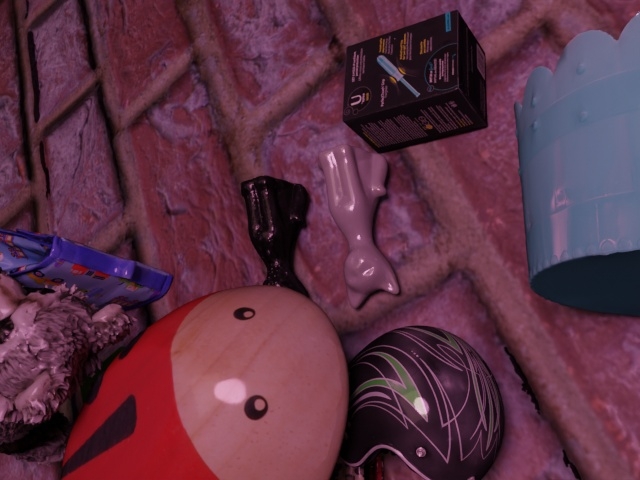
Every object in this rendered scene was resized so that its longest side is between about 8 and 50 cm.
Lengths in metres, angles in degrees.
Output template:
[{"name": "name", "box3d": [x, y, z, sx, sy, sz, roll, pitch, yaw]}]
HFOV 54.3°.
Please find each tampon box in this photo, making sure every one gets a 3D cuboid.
[{"name": "tampon box", "box3d": [0.124, -0.202, 0.820, 0.161, 0.101, 0.120, -9, 66, 33]}]

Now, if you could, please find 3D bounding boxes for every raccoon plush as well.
[{"name": "raccoon plush", "box3d": [-0.345, 0.188, 0.836, 0.299, 0.446, 0.216, 9, 61, 22]}]

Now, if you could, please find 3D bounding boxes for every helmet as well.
[{"name": "helmet", "box3d": [0.106, 0.172, 0.644, 0.162, 0.169, 0.169, -27, 57, 42]}]

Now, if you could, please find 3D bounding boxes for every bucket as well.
[{"name": "bucket", "box3d": [0.304, -0.045, 0.532, 0.281, 0.281, 0.183, -4, 71, 33]}]

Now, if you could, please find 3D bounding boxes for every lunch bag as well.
[{"name": "lunch bag", "box3d": [-0.404, 0.057, 1.000, 0.293, 0.221, 0.138, -4, 69, 33]}]

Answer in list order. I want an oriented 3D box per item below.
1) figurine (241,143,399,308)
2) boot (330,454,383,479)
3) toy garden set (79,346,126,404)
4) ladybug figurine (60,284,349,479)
[{"name": "figurine", "box3d": [0.000, 0.000, 0.843, 0.215, 0.092, 0.209, -17, 70, 27]}, {"name": "boot", "box3d": [-0.016, 0.223, 0.761, 0.179, 0.085, 0.236, -13, 64, 25]}, {"name": "toy garden set", "box3d": [-0.258, 0.265, 0.930, 0.204, 0.049, 0.244, -39, 53, 18]}, {"name": "ladybug figurine", "box3d": [-0.156, 0.217, 0.689, 0.449, 0.162, 0.305, -44, 46, 32]}]
